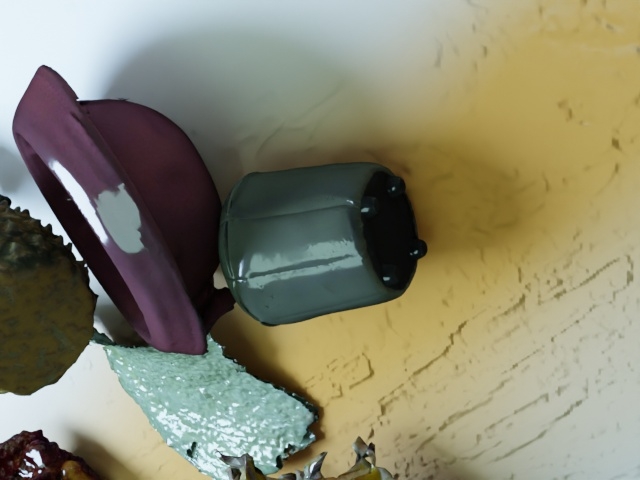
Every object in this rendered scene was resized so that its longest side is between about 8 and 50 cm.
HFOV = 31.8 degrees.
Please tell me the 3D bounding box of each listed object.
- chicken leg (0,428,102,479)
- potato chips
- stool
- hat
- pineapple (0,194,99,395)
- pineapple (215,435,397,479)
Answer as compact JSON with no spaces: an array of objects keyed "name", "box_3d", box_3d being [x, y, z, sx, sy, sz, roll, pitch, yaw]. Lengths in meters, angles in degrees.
[{"name":"chicken leg","box_3d":[-0.217,0.337,1.036,0.158,0.096,0.407,-11,118,15]},{"name":"potato chips","box_3d":[-0.124,0.100,0.829,0.228,0.059,0.167,41,147,-20]},{"name":"stool","box_3d":[0.000,0.000,0.673,0.110,0.096,0.096,-8,116,28]},{"name":"hat","box_3d":[-0.114,-0.025,0.708,0.205,0.089,0.205,51,163,22]},{"name":"pineapple","box_3d":[-0.250,0.000,0.775,0.251,0.125,0.125,38,138,38]},{"name":"pineapple","box_3d":[-0.021,0.336,0.768,0.352,0.352,0.300,37,142,4]}]
